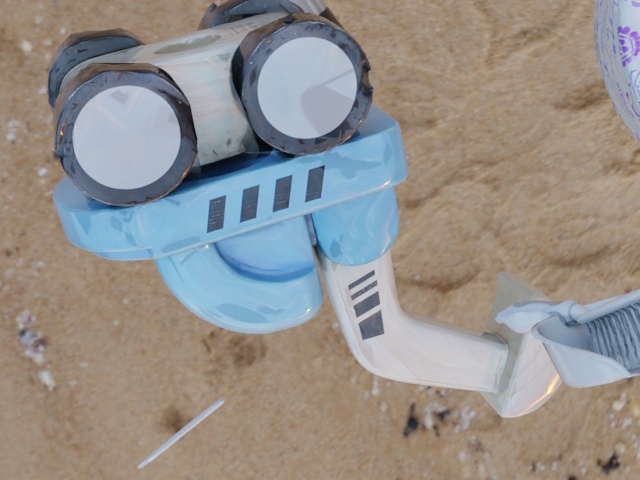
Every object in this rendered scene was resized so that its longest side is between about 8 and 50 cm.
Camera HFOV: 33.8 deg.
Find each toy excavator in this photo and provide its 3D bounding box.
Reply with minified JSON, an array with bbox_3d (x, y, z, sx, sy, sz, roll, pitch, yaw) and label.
[{"bbox_3d":[0.000,0.000,0.963,0.433,0.222,0.445,-17,114,-11],"label":"toy excavator"}]

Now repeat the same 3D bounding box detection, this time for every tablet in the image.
[{"bbox_3d":[-0.121,0.167,0.910,0.006,0.083,0.054,52,152,3],"label":"tablet"}]

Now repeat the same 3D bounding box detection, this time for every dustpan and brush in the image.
[{"bbox_3d":[0.172,0.051,0.649,0.211,0.147,0.060,-36,72,64],"label":"dustpan and brush"}]

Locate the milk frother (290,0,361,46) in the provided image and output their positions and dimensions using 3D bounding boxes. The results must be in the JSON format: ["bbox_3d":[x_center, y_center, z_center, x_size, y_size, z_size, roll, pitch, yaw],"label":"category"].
[{"bbox_3d":[-0.059,-0.205,1.097,0.135,0.143,0.129,52,156,-11],"label":"milk frother"}]

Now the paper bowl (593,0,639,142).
[{"bbox_3d":[0.362,-0.179,0.846,0.284,0.148,0.284,0,99,-1],"label":"paper bowl"}]
